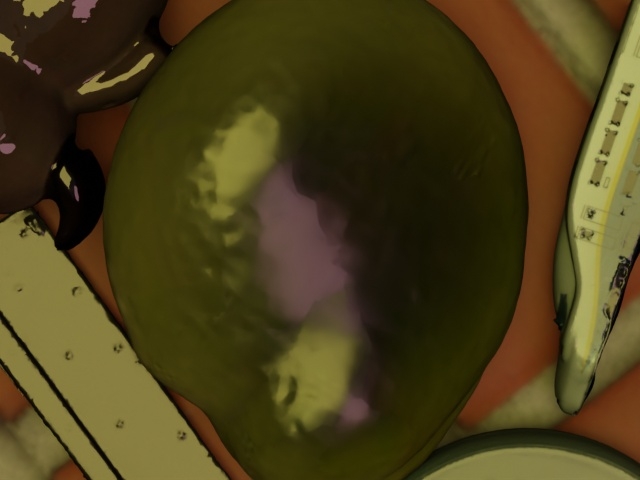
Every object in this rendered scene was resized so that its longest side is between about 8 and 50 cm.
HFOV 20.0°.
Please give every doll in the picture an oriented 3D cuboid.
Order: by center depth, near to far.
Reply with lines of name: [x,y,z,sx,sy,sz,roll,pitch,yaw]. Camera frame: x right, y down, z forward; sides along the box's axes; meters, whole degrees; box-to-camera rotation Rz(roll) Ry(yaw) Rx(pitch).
doll: [-0.169,-0.119,1.003,0.182,0.117,0.257,25,94,3]

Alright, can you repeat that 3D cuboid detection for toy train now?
toy train: [0.161,-0.018,1.023,0.051,0.052,0.233,19,95,5]

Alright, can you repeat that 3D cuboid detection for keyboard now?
keyboard: [-0.130,0.090,1.061,0.072,0.023,0.231,-36,91,-2]

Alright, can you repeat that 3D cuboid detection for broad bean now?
broad bean: [0.000,0.000,0.990,0.238,0.119,0.291,0,96,-13]

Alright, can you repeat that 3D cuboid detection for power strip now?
power strip: [0.130,0.190,1.035,0.253,0.054,0.167,-2,94,4]
